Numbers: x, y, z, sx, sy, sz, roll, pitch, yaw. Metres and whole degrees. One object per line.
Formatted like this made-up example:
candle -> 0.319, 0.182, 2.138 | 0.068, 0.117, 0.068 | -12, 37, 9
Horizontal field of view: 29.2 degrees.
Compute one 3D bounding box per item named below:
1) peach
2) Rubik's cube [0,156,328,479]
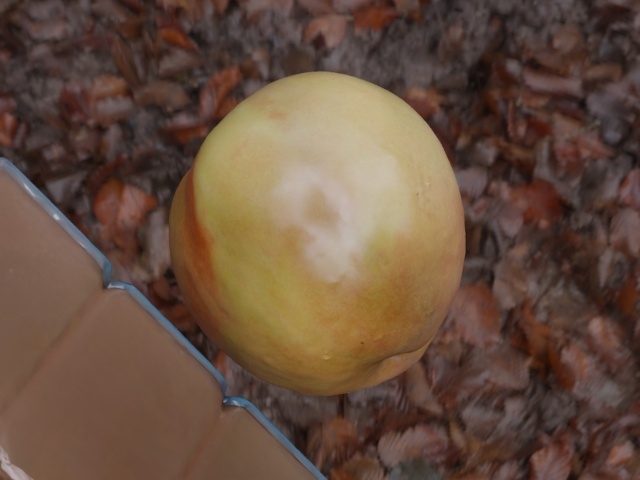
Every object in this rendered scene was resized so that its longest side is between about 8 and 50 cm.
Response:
peach -> 0.000, 0.000, 0.706 | 0.184, 0.184, 0.184 | 0, 67, 0
Rubik's cube -> -0.162, 0.145, 0.499 | 0.224, 0.231, 0.221 | 46, 30, -10
